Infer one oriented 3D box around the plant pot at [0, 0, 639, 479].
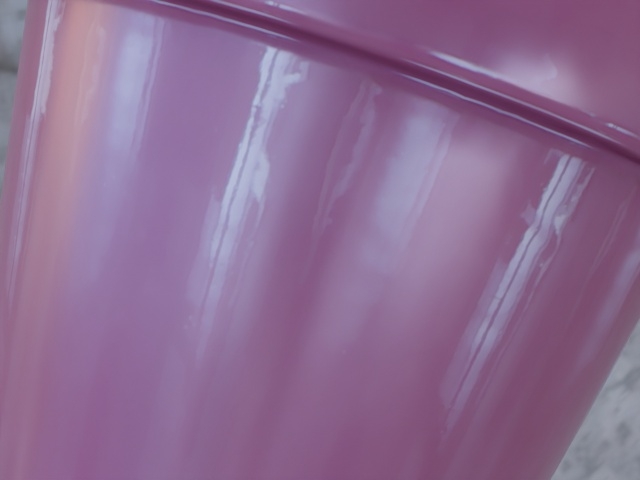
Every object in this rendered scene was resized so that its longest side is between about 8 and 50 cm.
[{"bbox_3d":[0.000,0.000,0.496,0.201,0.201,0.180,17,88,23],"label":"plant pot"}]
